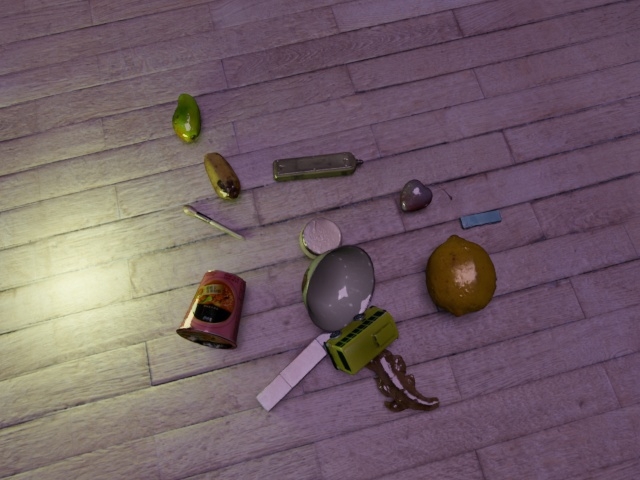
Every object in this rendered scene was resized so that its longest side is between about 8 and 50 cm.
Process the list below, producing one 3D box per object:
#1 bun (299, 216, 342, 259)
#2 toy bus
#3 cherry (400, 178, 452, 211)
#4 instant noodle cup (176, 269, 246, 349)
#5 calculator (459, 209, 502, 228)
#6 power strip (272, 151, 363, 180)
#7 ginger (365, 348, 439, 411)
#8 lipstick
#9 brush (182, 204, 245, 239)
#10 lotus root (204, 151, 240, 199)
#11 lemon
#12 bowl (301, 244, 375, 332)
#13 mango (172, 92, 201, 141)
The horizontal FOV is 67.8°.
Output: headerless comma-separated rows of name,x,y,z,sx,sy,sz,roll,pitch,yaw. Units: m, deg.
bun,0.000,0.000,1.906,0.172,0.120,0.173,2,74,-7
toy bus,0.158,0.359,1.740,0.262,0.150,0.128,-33,107,-27
cherry,0.415,-0.163,1.960,0.188,0.115,0.148,40,58,6
instant noodle cup,-0.392,0.256,1.786,0.244,0.244,0.255,10,64,3
calculator,0.666,-0.087,1.983,0.172,0.018,0.057,-12,74,-4
power strip,-0.009,-0.316,2.035,0.387,0.066,0.092,-6,71,1
ginger,0.272,0.523,1.769,0.166,0.080,0.333,-43,77,4
lipstick,-0.081,0.479,1.780,0.371,0.080,0.076,-42,79,-11
brush,-0.441,-0.073,1.977,0.299,0.042,0.039,26,74,4
lotus root,-0.412,-0.269,2.005,0.110,0.097,0.258,-24,67,-14
lemon,0.526,0.130,1.791,0.258,0.258,0.310,-3,76,-1
bowl,0.035,0.164,1.807,0.157,0.337,0.337,17,68,49
mango,-0.586,-0.535,2.077,0.125,0.111,0.233,-12,72,-8
